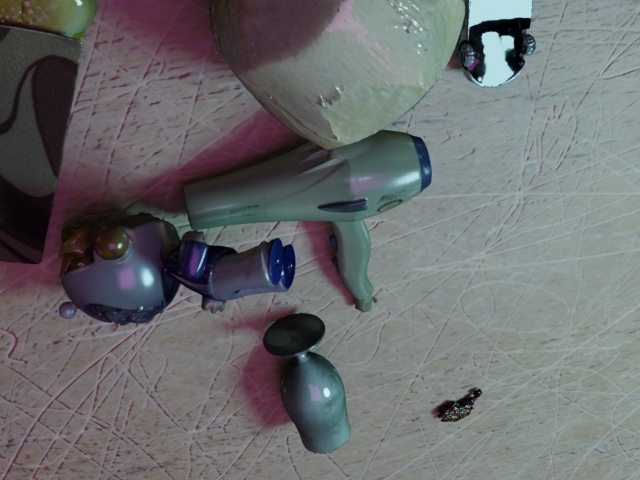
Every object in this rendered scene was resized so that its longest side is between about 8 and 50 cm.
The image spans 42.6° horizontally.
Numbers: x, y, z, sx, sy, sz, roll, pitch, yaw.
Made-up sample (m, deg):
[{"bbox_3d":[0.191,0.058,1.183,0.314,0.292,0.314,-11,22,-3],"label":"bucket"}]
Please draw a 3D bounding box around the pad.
[{"bbox_3d":[-0.379,-0.089,0.841,0.220,0.004,0.330,5,136,-23],"label":"pad"}]

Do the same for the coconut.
[{"bbox_3d":[0.024,-0.218,0.843,0.247,0.245,0.245,38,101,-31],"label":"coconut"}]

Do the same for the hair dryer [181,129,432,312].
[{"bbox_3d":[-0.031,-0.017,1.038,0.296,0.119,0.298,4,130,-16],"label":"hair dryer"}]

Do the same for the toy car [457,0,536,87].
[{"bbox_3d":[0.209,-0.283,0.985,0.095,0.056,0.205,-13,126,-13],"label":"toy car"}]

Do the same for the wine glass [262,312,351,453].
[{"bbox_3d":[-0.014,0.207,1.164,0.093,0.093,0.202,-20,121,-9],"label":"wine glass"}]

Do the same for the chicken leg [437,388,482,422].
[{"bbox_3d":[0.229,0.272,1.336,0.083,0.021,0.036,-25,115,-6],"label":"chicken leg"}]

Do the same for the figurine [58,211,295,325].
[{"bbox_3d":[-0.167,0.035,0.948,0.274,0.194,0.133,3,85,-5],"label":"figurine"}]

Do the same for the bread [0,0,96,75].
[{"bbox_3d":[-0.319,-0.258,0.770,0.213,0.104,0.213,-11,128,-15],"label":"bread"}]
